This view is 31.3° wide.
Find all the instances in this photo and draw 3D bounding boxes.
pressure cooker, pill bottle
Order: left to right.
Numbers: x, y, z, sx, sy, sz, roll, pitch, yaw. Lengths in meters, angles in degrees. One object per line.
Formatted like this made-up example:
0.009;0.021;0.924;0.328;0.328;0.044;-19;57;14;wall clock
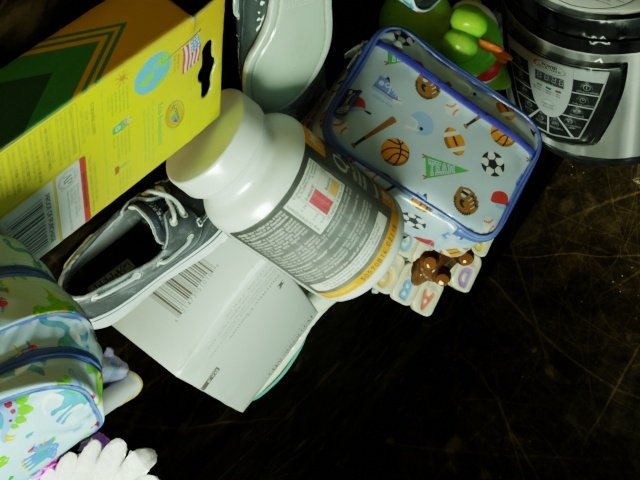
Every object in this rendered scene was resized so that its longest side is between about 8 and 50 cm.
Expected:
-0.040;-0.054;1.379;0.278;0.162;0.162;36;91;-35;pill bottle
0.463;-0.374;1.817;0.370;0.375;0.420;-12;142;2;pressure cooker

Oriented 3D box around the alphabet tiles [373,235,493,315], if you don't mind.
0.194;-0.020;1.931;0.284;0.021;0.278;30;85;-42;alphabet tiles

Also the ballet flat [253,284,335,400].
-0.060;0.107;1.950;0.400;0.139;0.139;-48;165;19;ballet flat

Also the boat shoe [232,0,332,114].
-0.046;-0.275;1.308;0.114;0.091;0.302;-17;147;-30;boat shoe

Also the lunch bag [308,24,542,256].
0.139;-0.142;1.546;0.243;0.303;0.115;-58;-172;-24;lunch bag

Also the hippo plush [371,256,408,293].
0.156;-0.102;2.045;0.294;0.234;0.236;-21;126;-18;hippo plush

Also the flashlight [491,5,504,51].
0.398;-0.478;2.054;0.304;0.103;0.103;-54;-173;18;flashlight

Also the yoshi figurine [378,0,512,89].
0.177;-0.317;1.754;0.203;0.203;0.362;-13;179;5;yoshi figurine

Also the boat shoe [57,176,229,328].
-0.201;-0.018;1.405;0.301;0.108;0.102;-40;161;-16;boat shoe

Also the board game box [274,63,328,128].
-0.053;-0.162;1.563;0.194;0.060;0.194;-48;163;-16;board game box

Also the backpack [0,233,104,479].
-0.372;0.150;1.024;0.355;0.273;0.290;-47;159;-25;backpack

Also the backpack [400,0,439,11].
0.132;-0.406;1.343;0.253;0.191;0.225;-53;162;-25;backpack

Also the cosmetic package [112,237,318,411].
-0.149;0.104;1.671;0.217;0.156;0.385;-53;162;-5;cosmetic package

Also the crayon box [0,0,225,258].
-0.231;-0.122;1.150;0.318;0.081;0.202;-42;160;-30;crayon box

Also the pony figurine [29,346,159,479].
-0.350;0.261;1.351;0.351;0.303;0.363;-51;180;24;pony figurine

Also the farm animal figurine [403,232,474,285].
0.095;-0.085;1.742;0.172;0.330;0.327;-71;-178;-81;farm animal figurine
